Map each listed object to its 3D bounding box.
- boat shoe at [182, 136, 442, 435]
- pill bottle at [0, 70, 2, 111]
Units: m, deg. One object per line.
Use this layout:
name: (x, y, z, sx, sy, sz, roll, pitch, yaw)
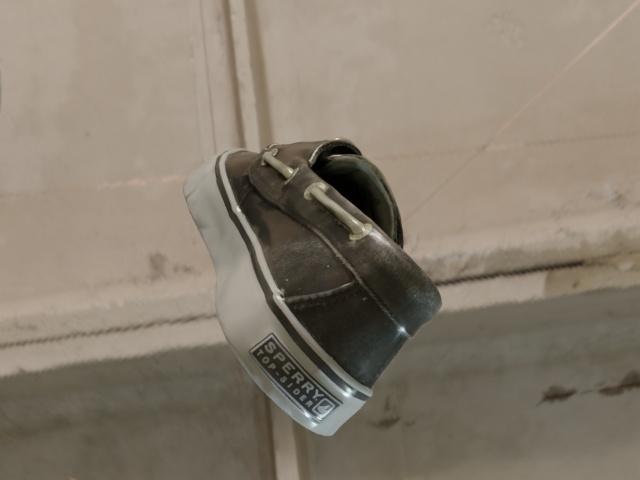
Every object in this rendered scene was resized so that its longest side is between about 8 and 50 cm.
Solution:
boat shoe: (0.000, 0.000, 0.502, 0.070, 0.219, 0.078, -42, -69, 6)
pill bottle: (-0.329, -0.107, 0.790, 0.204, 0.361, 0.204, 0, -89, -1)
